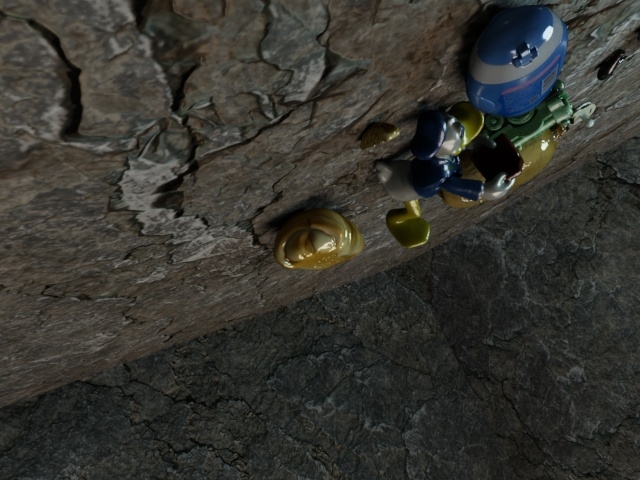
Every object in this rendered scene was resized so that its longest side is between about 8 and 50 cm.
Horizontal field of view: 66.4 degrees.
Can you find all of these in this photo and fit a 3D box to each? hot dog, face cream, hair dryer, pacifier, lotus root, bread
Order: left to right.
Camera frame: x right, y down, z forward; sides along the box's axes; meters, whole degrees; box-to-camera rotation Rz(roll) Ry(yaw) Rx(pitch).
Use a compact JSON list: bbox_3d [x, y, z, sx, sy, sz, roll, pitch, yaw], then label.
[{"bbox_3d":[0.000,0.000,1.153,0.172,0.121,0.311,-24,169,11],"label":"bread"},{"bbox_3d":[0.092,-0.172,0.793,0.030,0.034,0.090,-31,-168,-26],"label":"hot dog"},{"bbox_3d":[0.427,-0.190,1.142,0.342,0.152,0.169,-26,170,15],"label":"lotus root"},{"bbox_3d":[0.279,-0.252,0.704,0.149,0.083,0.264,-30,168,19],"label":"face cream"},{"bbox_3d":[0.732,-0.342,1.351,0.083,0.064,0.068,-25,152,-5],"label":"pacifier"},{"bbox_3d":[0.640,-0.389,1.051,0.083,0.031,0.079,-37,164,-18],"label":"hair dryer"}]

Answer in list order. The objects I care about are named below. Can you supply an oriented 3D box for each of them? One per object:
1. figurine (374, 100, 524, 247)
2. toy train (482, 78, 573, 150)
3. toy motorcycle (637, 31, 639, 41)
[{"bbox_3d":[0.242,-0.133,0.928,0.283,0.205,0.338,-2,162,16],"label":"figurine"},{"bbox_3d":[0.422,-0.247,0.999,0.178,0.105,0.071,-34,162,32],"label":"toy train"},{"bbox_3d":[0.710,-0.415,0.967,0.193,0.061,0.124,-2,162,-45],"label":"toy motorcycle"}]
